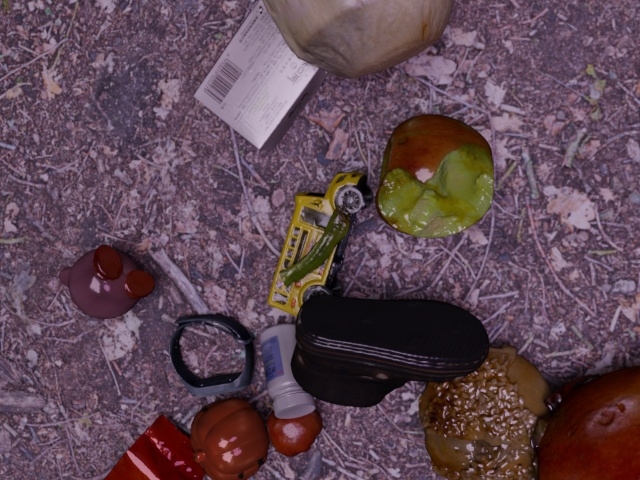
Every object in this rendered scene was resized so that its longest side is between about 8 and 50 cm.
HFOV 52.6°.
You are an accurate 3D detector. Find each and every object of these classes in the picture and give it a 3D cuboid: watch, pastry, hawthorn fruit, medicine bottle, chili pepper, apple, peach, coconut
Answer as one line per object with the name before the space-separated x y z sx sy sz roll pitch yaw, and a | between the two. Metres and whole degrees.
watch | -0.250 0.262 1.513 0.206 0.068 0.193 -13 94 15
pastry | 0.343 0.377 1.338 0.284 0.184 0.316 3 96 11
hawthorn fruit | -0.061 0.415 1.451 0.125 0.125 0.140 -12 134 13
medicine bottle | -0.071 0.285 1.419 0.102 0.103 0.187 -20 59 13
chili pepper | -0.005 0.019 1.302 0.051 0.050 0.202 35 105 -32
apple | 0.230 -0.124 1.282 0.226 0.246 0.247 12 98 0
peach | 0.603 0.412 1.204 0.416 0.353 0.339 -26 88 14
coconut | 0.065 -0.524 1.218 0.344 0.415 0.416 -23 91 33

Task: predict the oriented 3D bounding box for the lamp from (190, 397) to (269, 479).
lamp | -0.212 0.453 1.458 0.187 0.163 0.188 28 127 44

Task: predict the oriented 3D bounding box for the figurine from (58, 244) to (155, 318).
figurine | -0.498 0.101 1.501 0.173 0.173 0.174 1 96 12

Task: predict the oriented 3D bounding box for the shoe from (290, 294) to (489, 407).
shoe | 0.132 0.237 1.313 0.383 0.171 0.237 4 137 -2

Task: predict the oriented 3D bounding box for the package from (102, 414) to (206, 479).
package | -0.455 0.637 1.567 0.196 0.123 0.424 41 104 3

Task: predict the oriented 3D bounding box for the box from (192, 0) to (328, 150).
box | -0.117 -0.352 1.398 0.194 0.111 0.260 40 99 5

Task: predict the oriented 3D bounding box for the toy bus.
toy bus | 0.000 0.000 1.393 0.152 0.144 0.331 19 101 10
